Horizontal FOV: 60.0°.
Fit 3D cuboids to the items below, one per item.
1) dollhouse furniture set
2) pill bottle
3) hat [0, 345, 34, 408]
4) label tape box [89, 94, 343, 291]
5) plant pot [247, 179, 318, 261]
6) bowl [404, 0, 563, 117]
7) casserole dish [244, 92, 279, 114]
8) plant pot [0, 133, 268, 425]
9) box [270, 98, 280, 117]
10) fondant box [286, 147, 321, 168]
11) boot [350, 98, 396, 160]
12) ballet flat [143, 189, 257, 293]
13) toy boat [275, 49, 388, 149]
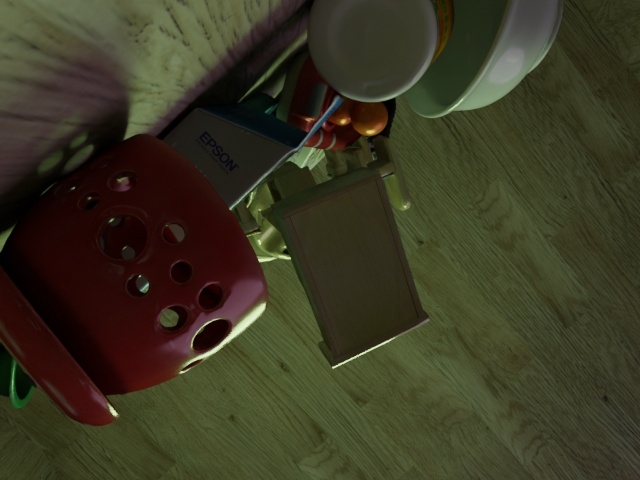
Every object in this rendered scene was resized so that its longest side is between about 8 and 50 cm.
[{"bbox_3d":[0.000,0.000,0.980,0.362,0.257,0.394,-23,-161,-11],"label":"dollhouse furniture set"},{"bbox_3d":[0.085,-0.260,0.661,0.136,0.136,0.246,-36,-170,32],"label":"pill bottle"},{"bbox_3d":[-0.723,0.274,1.189,0.173,0.183,0.209,-119,-144,-74],"label":"hat"},{"bbox_3d":[-0.132,-0.095,0.703,0.347,0.115,0.249,-42,-171,12],"label":"label tape box"},{"bbox_3d":[-0.129,-0.080,1.539,0.334,0.334,0.305,-43,-160,-11],"label":"plant pot"},{"bbox_3d":[0.235,-0.311,0.774,0.298,0.134,0.298,-174,-90,-71],"label":"bowl"},{"bbox_3d":[-0.137,-0.179,0.899,0.114,0.037,0.188,-47,-171,-34],"label":"casserole dish"},{"bbox_3d":[-0.166,0.036,0.453,0.174,0.191,0.191,-38,-173,-24],"label":"plant pot"},{"bbox_3d":[-0.160,-0.210,1.185,0.159,0.044,0.233,-35,-169,42],"label":"box"},{"bbox_3d":[0.007,-0.282,1.212,0.238,0.096,0.330,-50,177,-39],"label":"fondant box"},{"bbox_3d":[0.109,-0.409,1.501,0.131,0.260,0.348,-13,-134,20],"label":"boot"},{"bbox_3d":[-0.318,0.009,1.314,0.483,0.164,0.182,-50,-160,8],"label":"ballet flat"},{"bbox_3d":[0.039,-0.213,0.906,0.231,0.151,0.151,-15,125,-67],"label":"toy boat"}]
